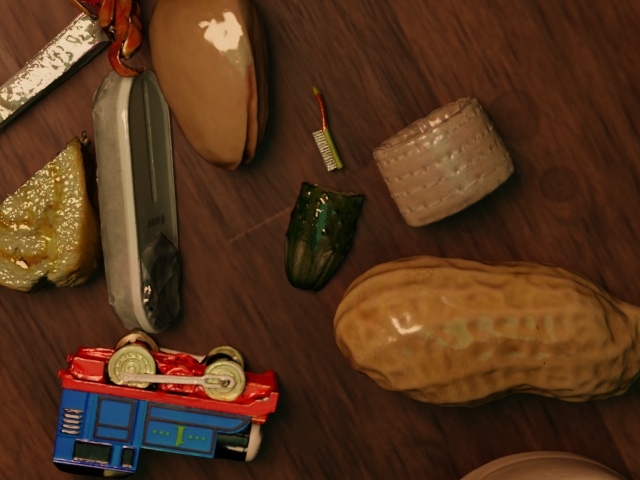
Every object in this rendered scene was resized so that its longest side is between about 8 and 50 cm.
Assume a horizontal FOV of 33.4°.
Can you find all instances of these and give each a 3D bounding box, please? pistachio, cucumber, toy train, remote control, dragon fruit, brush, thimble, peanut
[{"bbox_3d":[-0.093,-0.156,0.969,0.108,0.126,0.185,-19,107,-35],"label":"pistachio"},{"bbox_3d":[0.000,0.000,1.043,0.067,0.035,0.107,13,98,-10],"label":"cucumber"},{"bbox_3d":[-0.149,0.161,1.024,0.204,0.083,0.131,9,97,-6],"label":"toy train"},{"bbox_3d":[-0.168,-0.036,0.985,0.052,0.104,0.247,-2,97,13],"label":"remote control"},{"bbox_3d":[-0.192,-0.228,0.950,0.094,0.094,0.190,-16,83,-4],"label":"dragon fruit"},{"bbox_3d":[0.001,-0.108,1.034,0.021,0.019,0.083,-16,101,6],"label":"brush"},{"bbox_3d":[0.118,-0.073,1.013,0.115,0.102,0.090,-25,102,27],"label":"thimble"},{"bbox_3d":[0.175,0.093,1.026,0.325,0.140,0.153,8,115,-12],"label":"peanut"}]

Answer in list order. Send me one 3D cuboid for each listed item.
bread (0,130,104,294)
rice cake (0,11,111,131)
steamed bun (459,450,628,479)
[{"bbox_3d":[-0.241,-0.013,0.977,0.156,0.103,0.110,-41,95,8],"label":"bread"},{"bbox_3d":[-0.282,-0.136,0.986,0.211,0.043,0.034,-39,93,0],"label":"rice cake"},{"bbox_3d":[0.221,0.299,1.051,0.242,0.146,0.164,-13,93,-5],"label":"steamed bun"}]
